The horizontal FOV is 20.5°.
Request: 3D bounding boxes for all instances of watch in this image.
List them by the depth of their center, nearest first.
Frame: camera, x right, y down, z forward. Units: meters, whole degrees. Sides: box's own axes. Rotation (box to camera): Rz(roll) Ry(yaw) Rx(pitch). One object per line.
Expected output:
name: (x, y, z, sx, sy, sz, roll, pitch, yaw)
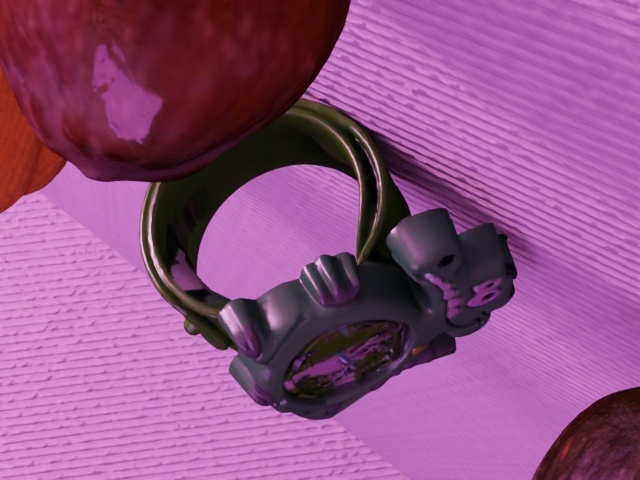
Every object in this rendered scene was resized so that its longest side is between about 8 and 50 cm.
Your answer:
watch: (0.000, 0.000, 0.912, 0.152, 0.165, 0.131, 61, -175, 30)

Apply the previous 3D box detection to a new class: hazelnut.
hazelnut: (-0.059, -0.088, 0.638, 0.143, 0.143, 0.154, 42, 169, -26)

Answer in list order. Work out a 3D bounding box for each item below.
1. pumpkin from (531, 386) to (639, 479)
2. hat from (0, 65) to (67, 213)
pumpkin: (0.197, 0.161, 0.812, 0.224, 0.157, 0.223, 28, 161, 11)
hat: (-0.251, -0.073, 1.129, 0.233, 0.233, 0.244, 41, 169, -14)
